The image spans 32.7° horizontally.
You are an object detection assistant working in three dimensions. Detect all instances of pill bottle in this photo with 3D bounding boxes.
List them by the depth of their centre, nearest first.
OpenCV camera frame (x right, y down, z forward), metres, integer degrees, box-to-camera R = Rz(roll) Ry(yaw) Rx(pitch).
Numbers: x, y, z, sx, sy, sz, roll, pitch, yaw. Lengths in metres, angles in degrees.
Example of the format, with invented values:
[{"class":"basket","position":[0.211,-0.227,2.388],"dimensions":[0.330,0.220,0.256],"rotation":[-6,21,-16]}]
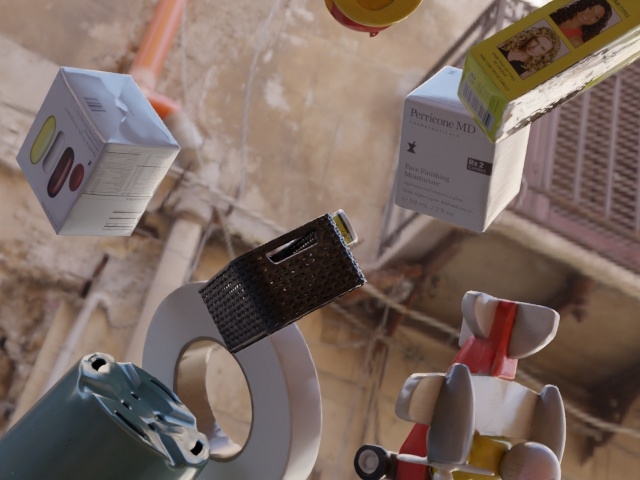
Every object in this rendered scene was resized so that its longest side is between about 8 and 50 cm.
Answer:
[{"class":"pill bottle","position":[0.000,0.000,1.869],"dimensions":[0.116,0.065,0.065],"rotation":[-27,-42,-2]}]

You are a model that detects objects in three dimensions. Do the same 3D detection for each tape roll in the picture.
[{"class":"tape roll","position":[-0.155,0.254,1.784],"dimensions":[0.072,0.392,0.392],"rotation":[-9,-14,-43]}]

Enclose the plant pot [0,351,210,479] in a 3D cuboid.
[{"class":"plant pot","position":[-0.369,0.375,1.682],"dimensions":[0.341,0.341,0.334],"rotation":[35,-80,-27]}]

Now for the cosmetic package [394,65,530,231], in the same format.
[{"class":"cosmetic package","position":[0.215,-0.140,1.626],"dimensions":[0.151,0.151,0.183],"rotation":[18,-54,24]}]

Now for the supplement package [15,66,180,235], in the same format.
[{"class":"supplement package","position":[-0.374,-0.144,1.812],"dimensions":[0.149,0.194,0.203],"rotation":[0,-46,-46]}]

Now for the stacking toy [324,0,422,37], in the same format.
[{"class":"stacking toy","position":[0.002,-0.412,1.334],"dimensions":[0.280,0.308,0.130],"rotation":[10,-3,-1]}]

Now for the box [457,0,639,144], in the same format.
[{"class":"box","position":[0.223,-0.169,0.870],"dimensions":[0.058,0.232,0.087],"rotation":[56,-8,15]}]

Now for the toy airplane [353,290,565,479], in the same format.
[{"class":"toy airplane","position":[0.256,0.269,1.622],"dimensions":[0.272,0.386,0.384],"rotation":[35,-37,37]}]

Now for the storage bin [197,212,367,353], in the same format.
[{"class":"storage bin","position":[-0.044,0.049,1.159],"dimensions":[0.084,0.122,0.180],"rotation":[62,-24,4]}]
